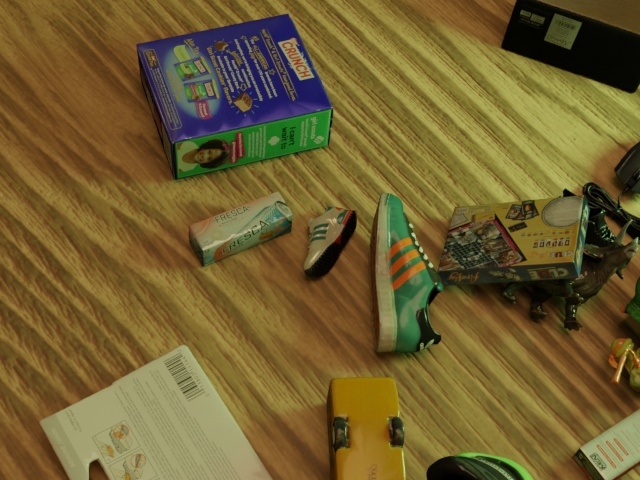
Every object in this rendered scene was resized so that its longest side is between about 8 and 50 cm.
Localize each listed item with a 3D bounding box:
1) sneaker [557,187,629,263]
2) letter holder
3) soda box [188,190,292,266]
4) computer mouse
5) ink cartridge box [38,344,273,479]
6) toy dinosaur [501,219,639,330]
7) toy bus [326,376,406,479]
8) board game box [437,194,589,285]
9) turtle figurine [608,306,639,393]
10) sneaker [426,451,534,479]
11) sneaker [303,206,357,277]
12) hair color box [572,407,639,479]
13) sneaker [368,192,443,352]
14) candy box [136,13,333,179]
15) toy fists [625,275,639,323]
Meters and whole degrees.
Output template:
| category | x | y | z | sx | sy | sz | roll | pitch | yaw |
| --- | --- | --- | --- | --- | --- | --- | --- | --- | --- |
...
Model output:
| category | x | y | z | sx | sy | sz | roll | pitch | yaw |
| --- | --- | --- | --- | --- | --- | --- | --- | --- | --- |
| sneaker | 0.509 | -0.023 | 1.798 | 0.170 | 0.089 | 0.051 | 35 | 61 | 16 |
| letter holder | 0.573 | -0.483 | 2.068 | 0.302 | 0.152 | 0.214 | 21 | 56 | 8 |
| soda box | -0.144 | -0.021 | 1.752 | 0.183 | 0.058 | 0.063 | -23 | 62 | -18 |
| computer mouse | 0.656 | -0.117 | 1.868 | 0.262 | 0.060 | 0.184 | -36 | 68 | -13 |
| ink cartridge box | -0.250 | 0.343 | 1.501 | 0.261 | 0.066 | 0.296 | -27 | 63 | -21 |
| toy dinosaur | 0.418 | 0.061 | 1.734 | 0.314 | 0.121 | 0.160 | 1 | 47 | 34 |
| toy bus | 0.071 | 0.371 | 1.475 | 0.108 | 0.130 | 0.332 | 1 | 57 | -6 |
| board game box | 0.342 | 0.000 | 1.716 | 0.243 | 0.042 | 0.165 | -4 | 44 | 29 |
| turtle figurine | 0.569 | 0.231 | 1.630 | 0.217 | 0.087 | 0.269 | 34 | 28 | 9 |
| sneaker | 0.221 | 0.518 | 1.337 | 0.202 | 0.185 | 0.482 | 26 | 40 | -30 |
| sneaker | 0.000 | 0.000 | 1.763 | 0.075 | 0.057 | 0.161 | 19 | 57 | 27 |
| hair color box | 0.492 | 0.341 | 1.588 | 0.141 | 0.043 | 0.072 | -25 | 63 | -21 |
| sneaker | 0.151 | 0.056 | 1.708 | 0.121 | 0.108 | 0.302 | 2 | 65 | -5 |
| candy box | -0.168 | -0.284 | 1.882 | 0.317 | 0.122 | 0.268 | -15 | 59 | -13 |
| toy fists | 0.660 | 0.135 | 1.625 | 0.279 | 0.142 | 0.096 | 36 | 20 | 12 |
